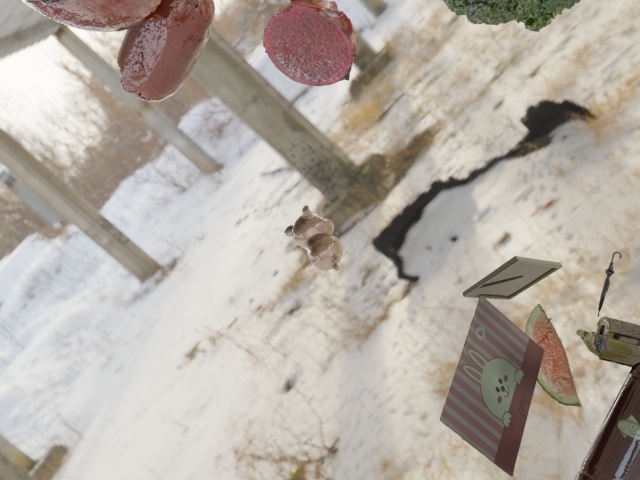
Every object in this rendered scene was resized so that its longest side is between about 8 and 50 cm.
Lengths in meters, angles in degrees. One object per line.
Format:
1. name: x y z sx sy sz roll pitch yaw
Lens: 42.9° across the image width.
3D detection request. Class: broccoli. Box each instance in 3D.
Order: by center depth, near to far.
1. broccoli: 0.331 -0.502 1.403 0.260 0.288 0.235 -52 19 -16

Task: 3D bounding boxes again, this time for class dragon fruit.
1. dragon fruit: 0.000 -0.326 1.269 0.153 0.153 0.111 -33 27 50

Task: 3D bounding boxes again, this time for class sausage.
1. sausage: -0.306 -0.393 1.601 0.279 0.152 0.152 -51 8 37

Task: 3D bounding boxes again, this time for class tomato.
1. tomato: -0.374 -0.453 1.410 0.309 0.170 0.309 -16 49 20

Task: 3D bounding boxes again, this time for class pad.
1. pad: 0.343 0.277 1.589 0.005 0.202 0.299 -29 27 49

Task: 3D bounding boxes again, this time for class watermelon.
1. watermelon: 0.533 0.270 1.868 0.063 0.245 0.119 -9 -19 -21

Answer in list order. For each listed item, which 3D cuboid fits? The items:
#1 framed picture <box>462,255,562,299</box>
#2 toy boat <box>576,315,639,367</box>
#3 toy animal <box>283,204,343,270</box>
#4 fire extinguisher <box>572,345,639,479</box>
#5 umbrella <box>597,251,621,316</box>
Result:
1. framed picture: 0.525 0.107 2.223 0.192 0.018 0.265 -39 -29 31
2. toy boat: 0.635 0.212 1.657 0.068 0.226 0.088 -131 55 -80
3. toy animal: -0.004 -0.001 1.541 0.083 0.089 0.150 -47 57 8
4. fire extinguisher: 0.594 0.335 1.532 0.337 0.135 0.114 -62 12 0
5. umbrella: 0.611 0.093 1.745 0.022 0.022 0.148 -35 -38 -73
